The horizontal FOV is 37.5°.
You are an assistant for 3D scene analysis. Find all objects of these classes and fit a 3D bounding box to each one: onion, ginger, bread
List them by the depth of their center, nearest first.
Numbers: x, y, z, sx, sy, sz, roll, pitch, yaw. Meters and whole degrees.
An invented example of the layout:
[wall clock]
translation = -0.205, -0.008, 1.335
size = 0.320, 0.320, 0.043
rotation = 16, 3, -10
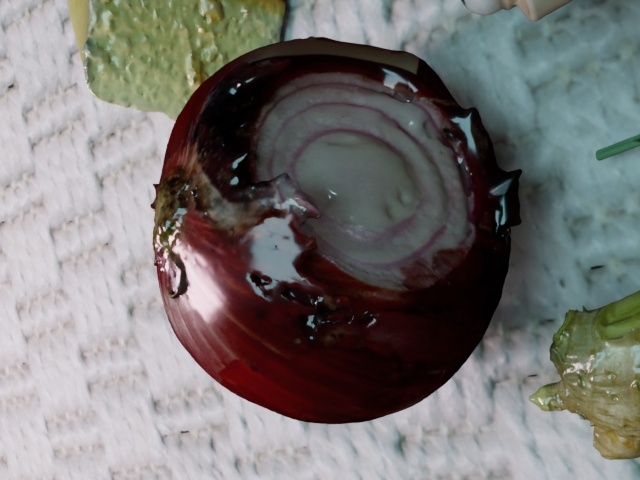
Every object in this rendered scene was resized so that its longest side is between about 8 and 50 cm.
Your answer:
[ginger]
translation = 0.272, 0.110, 0.775
size = 0.216, 0.102, 0.157
rotation = -17, 112, 34
[onion]
translation = -0.006, 0.003, 0.846
size = 0.341, 0.341, 0.341
rotation = 6, 100, 38
[bread]
translation = -0.187, -0.368, 1.121
size = 0.405, 0.242, 0.345
rotation = -120, 41, -58

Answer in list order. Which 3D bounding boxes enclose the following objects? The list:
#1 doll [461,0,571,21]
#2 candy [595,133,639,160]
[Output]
[doll]
translation = 0.133, -0.257, 0.744
size = 0.119, 0.278, 0.154
rotation = -29, 105, 8
[candy]
translation = 0.337, -0.110, 0.715
size = 0.288, 0.078, 0.084
rotation = -24, 51, 41
